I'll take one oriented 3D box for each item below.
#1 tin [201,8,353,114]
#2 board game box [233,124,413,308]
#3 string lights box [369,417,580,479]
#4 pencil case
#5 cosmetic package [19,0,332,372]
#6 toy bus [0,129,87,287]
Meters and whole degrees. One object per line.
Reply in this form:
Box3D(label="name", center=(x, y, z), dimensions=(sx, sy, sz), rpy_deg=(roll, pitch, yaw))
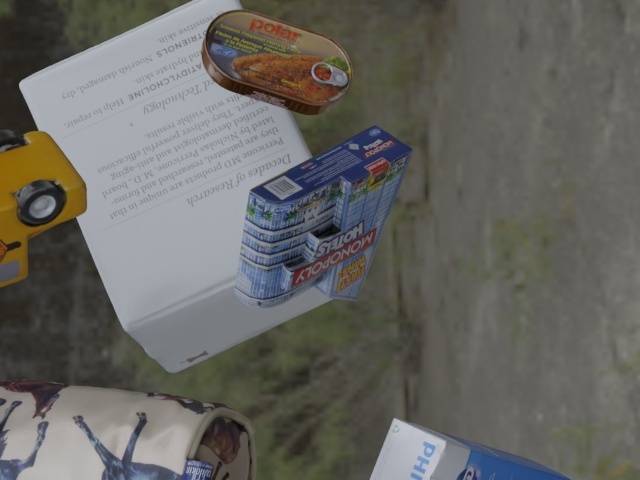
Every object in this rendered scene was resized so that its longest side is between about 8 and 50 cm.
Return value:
Box3D(label="tin", center=(-0.054, -0.218, 1.861), dimensions=(0.040, 0.189, 0.106), rpy_deg=(129, 156, -64))
Box3D(label="board game box", center=(0.000, 0.000, 1.613), dimensions=(0.060, 0.194, 0.194), rpy_deg=(35, 136, 28))
Box3D(label="string lights box", center=(0.156, 0.278, 1.561), dimensions=(0.077, 0.259, 0.133), rpy_deg=(21, 88, 45))
Box3D(label="pencil case", center=(-0.275, 0.220, 1.425), dimensions=(0.183, 0.410, 0.160), rpy_deg=(-69, -22, -48))
Box3D(label="cosmetic package", center=(-0.174, -0.073, 2.159), dimensions=(0.329, 0.327, 0.394), rpy_deg=(72, 172, -75))
Box3D(label="toy bus", center=(-0.405, -0.001, 1.530), dimensions=(0.108, 0.332, 0.130), rpy_deg=(48, 146, 36))
